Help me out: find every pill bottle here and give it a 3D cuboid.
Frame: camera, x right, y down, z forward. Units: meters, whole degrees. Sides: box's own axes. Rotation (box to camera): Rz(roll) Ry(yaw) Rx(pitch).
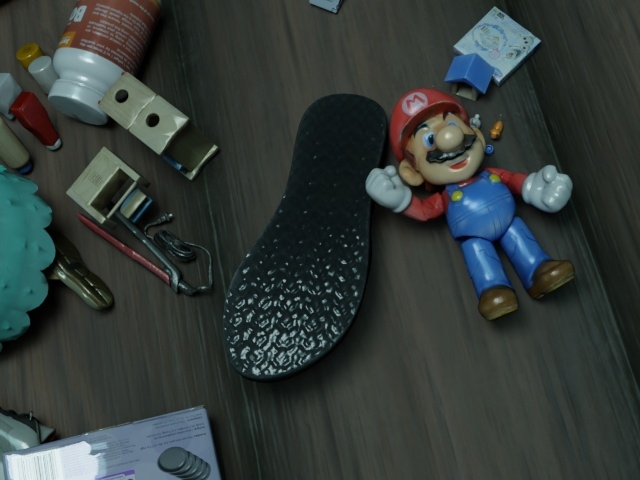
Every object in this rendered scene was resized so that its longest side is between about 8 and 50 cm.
[{"bbox_3d":[-0.330,-0.292,1.209,0.121,0.121,0.216,14,74,12],"label":"pill bottle"}]

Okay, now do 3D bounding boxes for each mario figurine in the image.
[{"bbox_3d":[0.192,-0.062,1.027,0.198,0.170,0.320,-19,74,-41],"label":"mario figurine"}]

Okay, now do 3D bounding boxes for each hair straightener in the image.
[{"bbox_3d":[-0.239,-0.004,1.142,0.230,0.047,0.089,34,80,17],"label":"hair straightener"}]

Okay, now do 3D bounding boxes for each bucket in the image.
[{"bbox_3d":[-0.519,0.016,1.068,0.281,0.183,0.281,-7,75,26],"label":"bucket"}]

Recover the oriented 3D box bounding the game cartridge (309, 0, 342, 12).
[{"bbox_3d":[0.015,-0.400,1.231,0.056,0.017,0.083,24,109,11],"label":"game cartridge"}]

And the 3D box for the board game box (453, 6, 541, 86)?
[{"bbox_3d":[0.259,-0.286,1.174,0.090,0.020,0.090,-44,72,-7],"label":"board game box"}]

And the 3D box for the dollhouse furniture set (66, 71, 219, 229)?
[{"bbox_3d":[-0.269,-0.117,1.143,0.129,0.129,0.183,38,88,18],"label":"dollhouse furniture set"}]

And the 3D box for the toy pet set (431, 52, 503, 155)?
[{"bbox_3d":[0.207,-0.200,1.131,0.122,0.065,0.114,21,77,14],"label":"toy pet set"}]

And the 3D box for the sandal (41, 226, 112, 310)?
[{"bbox_3d":[-0.371,0.043,1.144,0.180,0.072,0.049,45,105,14],"label":"sandal"}]

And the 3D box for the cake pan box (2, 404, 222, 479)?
[{"bbox_3d":[-0.244,0.355,0.975,0.267,0.070,0.245,-11,69,-17],"label":"cake pan box"}]

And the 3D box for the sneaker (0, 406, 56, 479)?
[{"bbox_3d":[-0.427,0.260,1.068,0.271,0.100,0.108,42,73,12],"label":"sneaker"}]

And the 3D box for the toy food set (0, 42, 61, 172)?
[{"bbox_3d":[-0.458,-0.189,1.227,0.111,0.104,0.232,5,55,24],"label":"toy food set"}]

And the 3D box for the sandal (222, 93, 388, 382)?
[{"bbox_3d":[0.003,-0.001,1.090,0.168,0.107,0.445,13,62,13],"label":"sandal"}]
